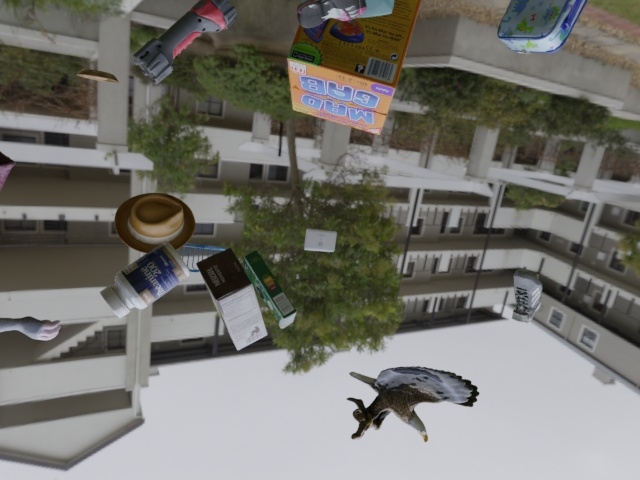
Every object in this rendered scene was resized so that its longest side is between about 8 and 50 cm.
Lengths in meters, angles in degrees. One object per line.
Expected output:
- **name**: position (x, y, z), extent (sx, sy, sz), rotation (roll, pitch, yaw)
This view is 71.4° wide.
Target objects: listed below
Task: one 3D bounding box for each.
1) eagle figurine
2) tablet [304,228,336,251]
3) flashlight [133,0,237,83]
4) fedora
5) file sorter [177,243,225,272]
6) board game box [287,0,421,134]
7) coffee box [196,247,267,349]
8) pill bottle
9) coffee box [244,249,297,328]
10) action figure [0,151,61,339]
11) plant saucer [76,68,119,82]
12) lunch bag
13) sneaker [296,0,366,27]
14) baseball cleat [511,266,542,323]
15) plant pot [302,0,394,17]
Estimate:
- **eagle figurine**: position (0.231, 0.395, 1.131), extent (0.225, 0.298, 0.226), rotation (49, -168, -15)
- **tablet**: position (0.000, 0.000, 1.128), extent (0.083, 0.054, 0.006), rotation (5, -174, -21)
- **flashlight**: position (-0.363, -0.552, 1.215), extent (0.103, 0.304, 0.103), rotation (43, 168, -14)
- **fedora**: position (-0.406, -0.059, 1.108), extent (0.194, 0.079, 0.194), rotation (12, -122, -20)
- **file sorter**: position (-0.463, 0.068, 1.718), extent (0.118, 0.105, 0.170), rotation (7, 178, 15)
- **board game box**: position (0.113, -0.650, 1.577), extent (0.356, 0.356, 0.356), rotation (17, 170, 3)
- **coffee box**: position (-0.276, 0.191, 1.419), extent (0.118, 0.297, 0.168), rotation (-26, -130, -17)
- **pill bottle**: position (-0.265, 0.061, 0.675), extent (0.120, 0.067, 0.067), rotation (-38, -143, -21)
- **coffee box**: position (-0.126, 0.121, 1.095), extent (0.040, 0.113, 0.184), rotation (-31, -106, -19)
- **action figure**: position (-0.485, 0.038, 0.500), extent (0.248, 0.370, 0.275), rotation (17, -167, 12)
- **plant saucer**: position (-0.485, -0.361, 0.973), extent (0.083, 0.015, 0.083), rotation (7, -169, -1)
- **lunch bag**: position (0.567, -0.585, 1.117), extent (0.090, 0.219, 0.176), rotation (19, -171, -38)
- **sneaker**: position (0.022, -0.576, 1.082), extent (0.178, 0.072, 0.077), rotation (-14, -135, -8)
- **baseball cleat**: position (0.560, 0.163, 1.214), extent (0.072, 0.109, 0.206), rotation (16, 157, 43)
- **plant pot**: position (0.085, -0.678, 1.170), extent (0.234, 0.166, 0.165), rotation (11, -143, 1)
